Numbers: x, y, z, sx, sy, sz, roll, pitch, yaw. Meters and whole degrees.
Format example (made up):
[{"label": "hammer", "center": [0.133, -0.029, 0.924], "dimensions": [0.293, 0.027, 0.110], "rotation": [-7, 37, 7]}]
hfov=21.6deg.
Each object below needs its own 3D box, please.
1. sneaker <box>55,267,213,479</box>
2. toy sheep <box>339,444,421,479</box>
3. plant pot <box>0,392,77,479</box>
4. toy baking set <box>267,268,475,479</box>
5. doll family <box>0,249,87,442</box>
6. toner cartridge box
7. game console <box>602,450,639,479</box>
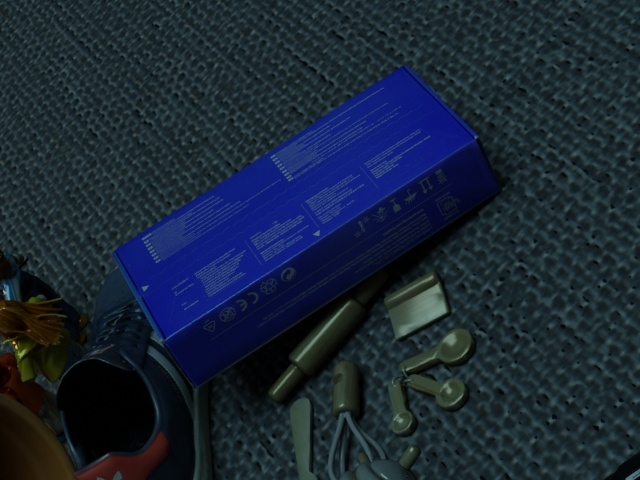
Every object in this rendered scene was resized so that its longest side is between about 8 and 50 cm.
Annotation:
[{"label": "sneaker", "center": [-0.193, 0.126, 1.651], "dimensions": [0.131, 0.148, 0.350], "rotation": [-34, 40, 16]}, {"label": "toy sheep", "center": [0.044, 0.225, 1.405], "dimensions": [0.091, 0.091, 0.132], "rotation": [39, 105, 51]}, {"label": "plant pot", "center": [-0.398, 0.287, 1.621], "dimensions": [0.203, 0.291, 0.291], "rotation": [-13, 48, 56]}, {"label": "toy baking set", "center": [0.033, 0.135, 1.532], "dimensions": [0.256, 0.030, 0.197], "rotation": [-46, 39, 1]}, {"label": "doll family", "center": [-0.310, 0.078, 1.784], "dimensions": [0.118, 0.163, 0.263], "rotation": [-37, 40, 12]}, {"label": "toner cartridge box", "center": [-0.016, -0.018, 1.612], "dimensions": [0.348, 0.075, 0.165], "rotation": [-33, 38, -3]}, {"label": "game console", "center": [0.322, 0.145, 1.255], "dimensions": [0.361, 0.044, 0.213], "rotation": [-37, 38, 11]}]
